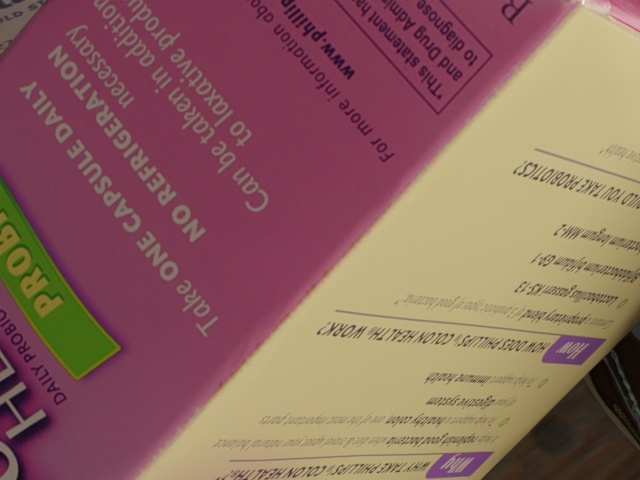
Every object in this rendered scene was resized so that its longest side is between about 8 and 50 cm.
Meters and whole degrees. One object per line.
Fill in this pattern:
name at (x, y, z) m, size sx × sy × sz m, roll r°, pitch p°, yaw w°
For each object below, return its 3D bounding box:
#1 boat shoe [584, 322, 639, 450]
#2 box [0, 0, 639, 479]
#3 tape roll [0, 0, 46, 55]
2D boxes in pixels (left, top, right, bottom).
boat shoe at (0.168, 0.079, 0.644) m, size 0.095 × 0.095 × 0.257 m, roll -37°, pitch 100°, yaw 12°
box at (0.000, 0.000, 0.553) m, size 0.243 × 0.213 × 0.117 m, roll -48°, pitch 65°, yaw 17°
tape roll at (-0.112, -0.141, 0.538) m, size 0.274 × 0.090 × 0.275 m, roll -14°, pitch 125°, yaw -22°
